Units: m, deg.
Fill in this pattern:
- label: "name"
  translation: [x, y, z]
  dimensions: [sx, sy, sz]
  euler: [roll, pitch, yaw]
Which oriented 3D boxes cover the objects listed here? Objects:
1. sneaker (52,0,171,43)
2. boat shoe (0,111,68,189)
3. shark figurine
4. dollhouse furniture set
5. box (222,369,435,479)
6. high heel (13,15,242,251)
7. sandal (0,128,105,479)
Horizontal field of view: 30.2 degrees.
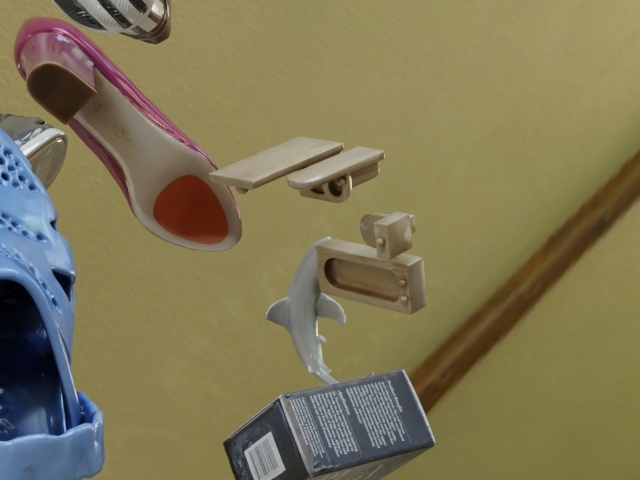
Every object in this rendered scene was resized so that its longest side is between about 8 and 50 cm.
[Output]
- label: "sneaker"
  translation: [-0.216, -0.265, 0.979]
  dimensions: [0.106, 0.281, 0.162]
  euler: [-35, -11, 5]
- label: "boat shoe"
  translation: [-0.376, -0.043, 1.173]
  dimensions: [0.335, 0.096, 0.112]
  euler: [-49, -20, -57]
- label: "shark figurine"
  translation: [-0.031, 0.146, 1.913]
  dimensions: [0.116, 0.278, 0.166]
  euler: [11, -33, -43]
- label: "dollhouse furniture set"
  translation: [0.000, 0.000, 1.093]
  dimensions: [0.123, 0.144, 0.151]
  euler: [-26, -62, -43]
- label: "box"
  translation: [0.011, 0.253, 1.488]
  dimensions: [0.207, 0.108, 0.153]
  euler: [-6, -26, -40]
- label: "high heel"
  translation: [-0.235, -0.140, 1.521]
  dimensions: [0.127, 0.181, 0.377]
  euler: [-35, -55, 8]
- label: "sandal"
  translation: [-0.182, 0.050, 0.666]
  dimensions: [0.126, 0.317, 0.138]
  euler: [-4, -31, -27]
